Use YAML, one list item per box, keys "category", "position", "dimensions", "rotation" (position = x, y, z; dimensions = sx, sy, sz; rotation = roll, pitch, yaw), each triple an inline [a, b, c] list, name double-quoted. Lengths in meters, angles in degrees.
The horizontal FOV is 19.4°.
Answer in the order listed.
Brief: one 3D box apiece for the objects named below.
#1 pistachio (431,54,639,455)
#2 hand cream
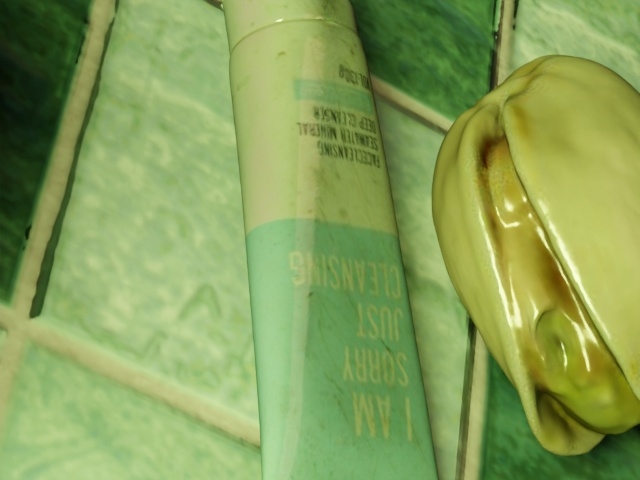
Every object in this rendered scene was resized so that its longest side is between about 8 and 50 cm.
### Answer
- category: "pistachio"
  position: [0.133, 0.002, 0.980]
  dimensions: [0.144, 0.144, 0.215]
  rotation: [4, 66, -37]
- category: "hand cream"
  position: [0.000, 0.000, 0.919]
  dimensions: [0.111, 0.070, 0.312]
  rotation: [9, 61, -38]
